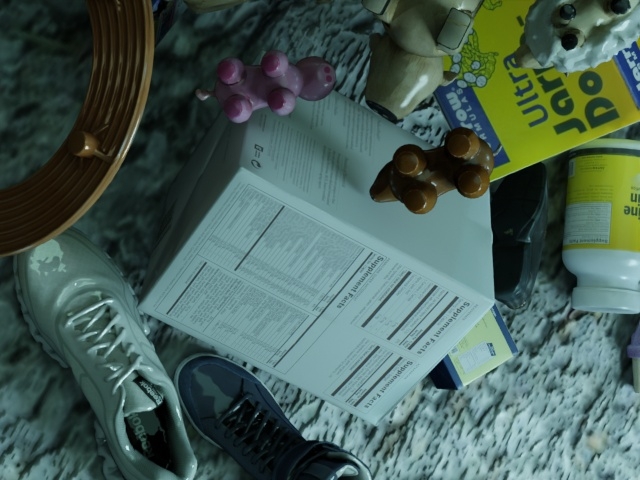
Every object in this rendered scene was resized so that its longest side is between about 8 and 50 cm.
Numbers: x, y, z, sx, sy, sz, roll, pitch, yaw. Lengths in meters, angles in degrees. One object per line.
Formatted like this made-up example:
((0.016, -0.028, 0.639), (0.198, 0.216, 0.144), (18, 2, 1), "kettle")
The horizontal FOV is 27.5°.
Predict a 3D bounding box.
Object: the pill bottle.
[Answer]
((0.321, -0.014, 1.444), (0.103, 0.103, 0.184), (7, 83, -20), "pill bottle")

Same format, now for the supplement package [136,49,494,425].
((0.000, 0.000, 1.236), (0.263, 0.198, 0.199), (28, 35, -16), "supplement package")

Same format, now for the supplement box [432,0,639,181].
((0.268, -0.226, 1.319), (0.356, 0.195, 0.194), (-35, 99, -48), "supplement box")

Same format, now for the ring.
((-0.287, -0.152, 1.141), (0.032, 0.336, 0.336), (11, 79, -59), "ring")

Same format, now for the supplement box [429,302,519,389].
((0.150, 0.104, 1.396), (0.083, 0.056, 0.083), (-28, 95, -20), "supplement box")

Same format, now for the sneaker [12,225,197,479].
((-0.195, 0.113, 1.238), (0.110, 0.118, 0.292), (-29, 94, -18), "sneaker")

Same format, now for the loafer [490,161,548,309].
((0.219, -0.006, 1.439), (0.061, 0.062, 0.170), (43, 60, -53), "loafer")

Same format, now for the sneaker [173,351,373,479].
((-0.042, 0.195, 1.263), (0.086, 0.163, 0.226), (-45, 99, -16), "sneaker")

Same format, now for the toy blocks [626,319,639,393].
((0.488, 0.037, 1.409), (0.309, 0.288, 0.260), (-2, 90, -17), "toy blocks")

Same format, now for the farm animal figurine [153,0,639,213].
((0.062, -0.197, 1.117), (0.330, 0.172, 0.327), (45, 101, 2), "farm animal figurine")

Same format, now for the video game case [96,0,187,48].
((-0.150, -0.232, 1.232), (0.023, 0.212, 0.193), (35, 74, -2), "video game case")
